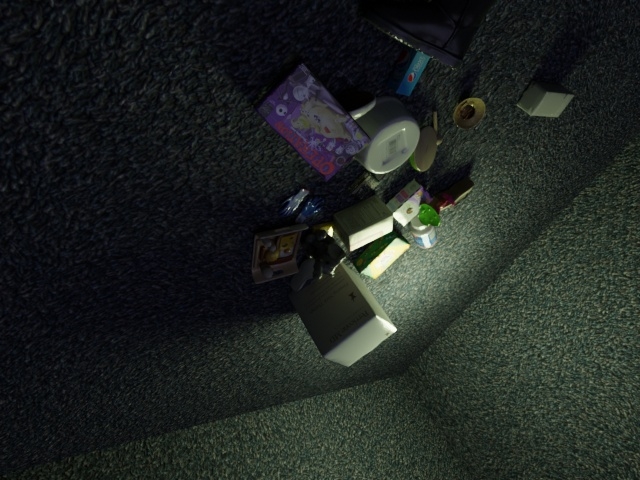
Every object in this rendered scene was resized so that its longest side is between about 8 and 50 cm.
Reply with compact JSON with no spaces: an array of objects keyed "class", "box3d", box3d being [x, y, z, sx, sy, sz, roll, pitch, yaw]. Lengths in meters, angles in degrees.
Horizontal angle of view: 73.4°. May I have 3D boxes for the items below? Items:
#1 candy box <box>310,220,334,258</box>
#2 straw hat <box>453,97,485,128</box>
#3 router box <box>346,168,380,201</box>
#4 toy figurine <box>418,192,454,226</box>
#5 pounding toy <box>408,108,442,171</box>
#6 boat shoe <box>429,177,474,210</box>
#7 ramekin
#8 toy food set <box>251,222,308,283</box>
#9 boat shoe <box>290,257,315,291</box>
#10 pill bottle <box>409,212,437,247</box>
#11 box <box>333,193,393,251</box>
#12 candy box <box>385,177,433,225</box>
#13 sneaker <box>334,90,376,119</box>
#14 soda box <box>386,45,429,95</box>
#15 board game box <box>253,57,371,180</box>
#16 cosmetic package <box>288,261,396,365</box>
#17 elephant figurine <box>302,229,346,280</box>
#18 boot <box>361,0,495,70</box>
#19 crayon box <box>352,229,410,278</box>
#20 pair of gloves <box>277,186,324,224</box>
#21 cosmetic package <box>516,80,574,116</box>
[{"class":"candy box","box3d":[0.000,0.000,1.977,0.105,0.027,0.206,-17,142,-24]},{"class":"straw hat","box3d":[0.609,-0.543,1.795,0.144,0.061,0.145,-9,129,-11]},{"class":"router box","box3d":[0.183,-0.235,1.837,0.122,0.038,0.092,-45,144,15]},{"class":"toy figurine","box3d":[0.574,-0.158,2.082,0.159,0.130,0.173,-37,172,-17]},{"class":"pounding toy","box3d":[0.403,-0.404,1.784,0.237,0.110,0.183,-56,138,-21]},{"class":"boat shoe","box3d":[0.666,-0.209,2.205,0.285,0.103,0.092,-35,141,-9]},{"class":"ramekin","box3d":[0.238,-0.386,1.618,0.277,0.135,0.277,-21,143,-17]},{"class":"toy food set","box3d":[-0.173,0.060,1.840,0.219,0.092,0.306,-14,144,-25]},{"class":"boat shoe","box3d":[-0.052,0.159,2.058,0.079,0.095,0.255,-15,150,-45]},{"class":"pill bottle","box3d":[0.538,-0.059,2.259,0.124,0.124,0.221,-36,144,2]},{"class":"box","box3d":[0.191,-0.079,1.932,0.232,0.149,0.127,-25,144,-12]},{"class":"candy box","box3d":[0.426,-0.181,2.068,0.196,0.070,0.164,-43,144,12]},{"class":"sneaker","box3d":[0.055,-0.416,1.475,0.289,0.106,0.123,-22,148,2]},{"class":"soda box","box3d":[0.314,-0.611,1.470,0.071,0.067,0.210,-3,134,-36]},{"class":"board game box","box3d":[-0.019,-0.374,1.377,0.208,0.056,0.346,-39,122,19]},{"class":"cosmetic package","box3d":[0.111,0.366,2.182,0.329,0.394,0.327,-39,145,6]},{"class":"elephant figurine","box3d":[0.026,0.086,1.869,0.185,0.240,0.169,-23,142,-7]},{"class":"boot","box3d":[0.367,-0.779,1.233,0.366,0.146,0.446,15,119,-24]},{"class":"crayon box","box3d":[0.325,0.073,2.278,0.278,0.081,0.165,-47,143,17]},{"class":"pair of gloves","box3d":[-0.080,-0.138,1.754,0.159,0.023,0.198,-46,144,16]},{"class":"cosmetic package","box3d":[1.038,-0.650,1.979,0.237,0.107,0.127,-12,143,-33]}]
